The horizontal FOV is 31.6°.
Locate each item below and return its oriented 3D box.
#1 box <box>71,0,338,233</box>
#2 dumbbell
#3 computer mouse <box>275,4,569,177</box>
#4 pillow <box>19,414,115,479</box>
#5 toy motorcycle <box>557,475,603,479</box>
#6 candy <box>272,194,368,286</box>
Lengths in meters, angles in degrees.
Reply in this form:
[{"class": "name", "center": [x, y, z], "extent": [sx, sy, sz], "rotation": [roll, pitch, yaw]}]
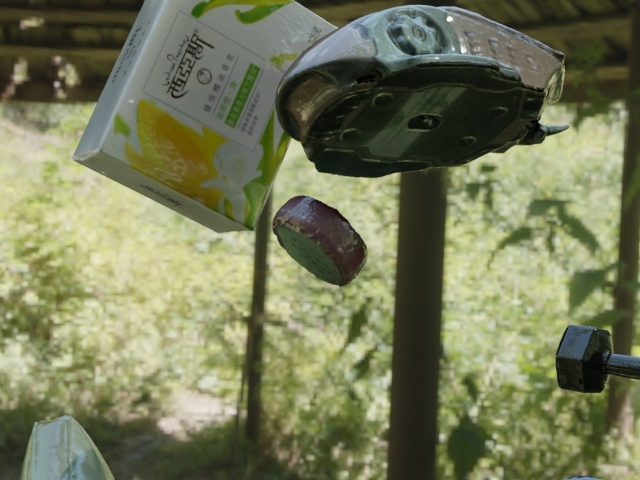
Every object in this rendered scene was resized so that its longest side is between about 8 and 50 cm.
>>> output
[{"class": "box", "center": [-0.124, -0.161, 1.239], "extent": [0.194, 0.260, 0.111], "rotation": [27, -11, -24]}, {"class": "dumbbell", "center": [0.166, 0.067, 0.590], "extent": [0.083, 0.040, 0.036], "rotation": [7, -33, 38]}, {"class": "computer mouse", "center": [0.118, -0.157, 1.133], "extent": [0.389, 0.115, 0.199], "rotation": [0, -25, -37]}, {"class": "pillow", "center": [-0.228, 0.357, 1.098], "extent": [0.120, 0.255, 0.322], "rotation": [-13, 33, -5]}, {"class": "toy motorcycle", "center": [0.211, 0.290, 0.929], "extent": [0.331, 0.196, 0.125], "rotation": [26, 23, -44]}, {"class": "candy", "center": [0.000, 0.000, 1.115], "extent": [0.103, 0.043, 0.103], "rotation": [37, -18, 14]}]
